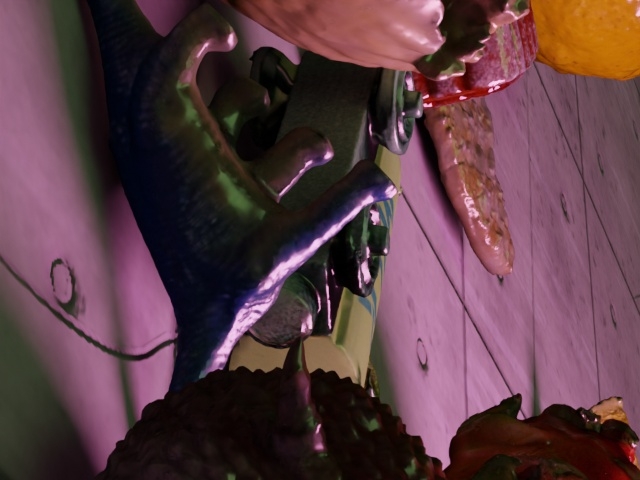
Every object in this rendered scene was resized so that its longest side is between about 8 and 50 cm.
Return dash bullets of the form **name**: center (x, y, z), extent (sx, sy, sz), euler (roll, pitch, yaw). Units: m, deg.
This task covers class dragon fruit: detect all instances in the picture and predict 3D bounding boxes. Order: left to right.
- **dragon fruit**: center (0.115, 0.189, 1.147), extent (0.269, 0.198, 0.200), euler (17, 73, -55)

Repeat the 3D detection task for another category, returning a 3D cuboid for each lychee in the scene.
- **lychee**: center (-0.016, 0.126, 0.764), extent (0.165, 0.165, 0.197), euler (-81, -175, -49)

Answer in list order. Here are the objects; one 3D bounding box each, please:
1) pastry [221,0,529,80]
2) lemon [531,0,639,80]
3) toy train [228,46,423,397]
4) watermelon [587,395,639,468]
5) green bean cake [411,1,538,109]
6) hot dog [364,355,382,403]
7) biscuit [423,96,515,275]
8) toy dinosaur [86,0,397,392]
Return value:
- **pastry**: center (-0.009, -0.205, 1.017), extent (0.236, 0.170, 0.256), euler (26, 49, -29)
- **lemon**: center (0.262, -0.307, 1.758), extent (0.285, 0.285, 0.316), euler (-62, 166, -64)
- **toy train**: center (0.000, 0.000, 1.037), extent (0.253, 0.105, 0.157), euler (-77, 164, -54)
- **watermelon**: center (0.232, 0.234, 1.621), extent (0.075, 0.092, 0.181), euler (77, 2, -56)
- **green bean cake**: center (0.070, -0.121, 1.250), extent (0.136, 0.135, 0.056), euler (-47, 124, -69)
- **hot dog**: center (0.021, 0.079, 1.156), extent (0.037, 0.021, 0.083), euler (-48, 123, -68)
- **biscuit**: center (0.101, -0.122, 1.514), extent (0.141, 0.038, 0.290), euler (35, 44, -65)
- **toy dinosaur**: center (-0.082, -0.010, 0.875), extent (0.248, 0.188, 0.075), euler (46, -15, -7)
